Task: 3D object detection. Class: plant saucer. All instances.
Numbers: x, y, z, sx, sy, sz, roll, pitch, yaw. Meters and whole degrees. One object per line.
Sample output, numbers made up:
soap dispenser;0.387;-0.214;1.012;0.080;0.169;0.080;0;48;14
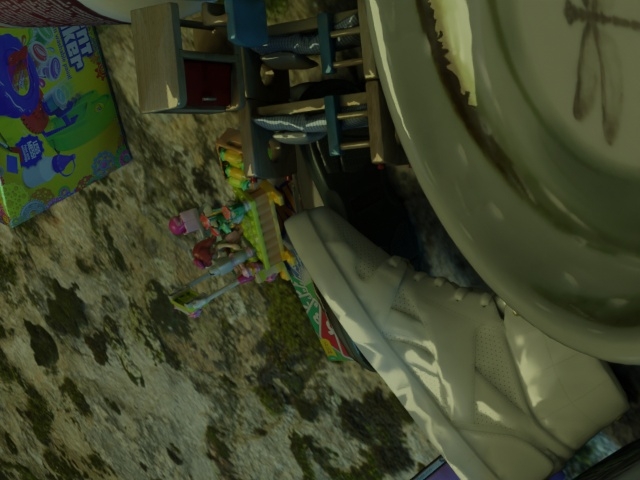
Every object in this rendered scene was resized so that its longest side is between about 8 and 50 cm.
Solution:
plant saucer;0.162;-0.128;0.712;0.400;0.100;0.400;50;151;42

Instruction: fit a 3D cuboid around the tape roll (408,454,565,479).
tape roll;0.119;0.235;1.060;0.080;0.189;0.189;51;148;8

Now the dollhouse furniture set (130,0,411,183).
dollhouse furniture set;-0.027;-0.110;0.889;0.129;0.184;0.129;-4;92;32

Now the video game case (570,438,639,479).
video game case;0.222;0.172;0.880;0.022;0.173;0.190;60;149;12

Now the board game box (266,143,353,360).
board game box;0.000;0.000;1.161;0.124;0.039;0.259;-7;110;55

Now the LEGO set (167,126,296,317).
LEGO set;-0.102;0.001;1.166;0.132;0.107;0.287;59;162;6

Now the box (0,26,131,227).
box;-0.396;-0.211;1.370;0.279;0.177;0.290;22;134;41

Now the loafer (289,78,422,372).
loafer;0.023;-0.015;1.069;0.084;0.096;0.267;13;120;58

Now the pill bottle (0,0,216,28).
pill bottle;-0.183;-0.286;0.969;0.392;0.224;0.224;11;127;49

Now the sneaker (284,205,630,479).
sneaker;0.114;0.053;0.951;0.292;0.169;0.108;51;-172;10
